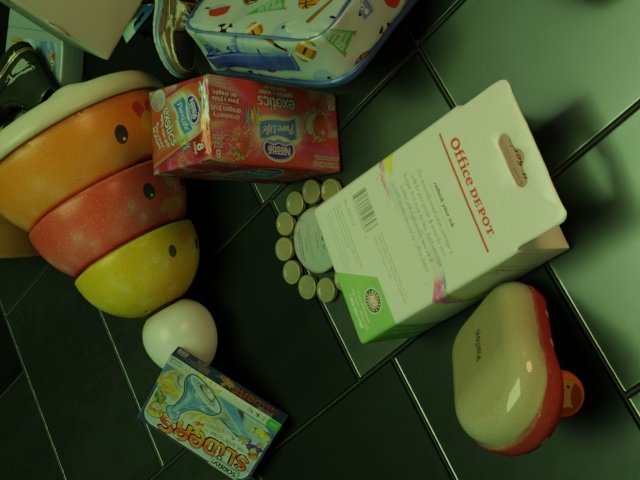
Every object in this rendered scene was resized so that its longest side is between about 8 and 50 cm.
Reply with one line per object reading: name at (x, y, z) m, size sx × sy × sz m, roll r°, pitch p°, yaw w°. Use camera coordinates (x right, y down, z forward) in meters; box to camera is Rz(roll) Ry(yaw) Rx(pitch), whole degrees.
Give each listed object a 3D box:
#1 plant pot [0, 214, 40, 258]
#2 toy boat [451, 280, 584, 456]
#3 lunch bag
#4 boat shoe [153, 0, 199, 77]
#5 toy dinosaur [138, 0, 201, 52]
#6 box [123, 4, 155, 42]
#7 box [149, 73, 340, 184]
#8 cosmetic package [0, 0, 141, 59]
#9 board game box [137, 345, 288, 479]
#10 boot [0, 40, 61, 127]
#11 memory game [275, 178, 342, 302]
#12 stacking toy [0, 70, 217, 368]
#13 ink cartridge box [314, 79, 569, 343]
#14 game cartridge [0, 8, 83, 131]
plant pot at (-0.607, -0.080, 2.092) m, size 0.291 × 0.291 × 0.203 m, roll 5°, pitch 95°, yaw 43°
toy boat at (0.252, 0.167, 1.407) m, size 0.151 × 0.151 × 0.231 m, roll -55°, pitch 14°, yaw 28°
lunch bag at (-0.034, -0.317, 1.610) m, size 0.303 × 0.115 × 0.243 m, roll 12°, pitch 59°, yaw 42°
boat shoe at (-0.209, -0.337, 1.743) m, size 0.066 × 0.066 × 0.183 m, roll -12°, pitch 86°, yaw 40°
toy dinosaur at (-0.204, -0.381, 1.857) m, size 0.314 × 0.121 × 0.160 m, roll 21°, pitch 94°, yaw 43°
box at (-0.355, -0.448, 2.030) m, size 0.109 × 0.042 × 0.178 m, roll -42°, pitch 62°, yaw 35°
box at (-0.104, -0.152, 1.651) m, size 0.128 × 0.257 × 0.122 m, roll -10°, pitch 82°, yaw 42°
cosmetic package at (-0.328, -0.479, 1.724) m, size 0.155 × 0.197 × 0.365 m, roll 29°, pitch 87°, yaw 47°
board game box at (-0.168, 0.272, 1.798) m, size 0.201 × 0.035 × 0.136 m, roll 31°, pitch 115°, yaw 4°
boot at (-0.556, -0.245, 2.131) m, size 0.137 × 0.077 × 0.198 m, roll 49°, pitch 122°, yaw 25°
memory game at (0.000, 0.000, 1.723) m, size 0.186 × 0.012 × 0.186 m, roll 1°, pitch 92°, yaw 43°
stacking toy at (-0.305, 0.000, 1.873) m, size 0.351 × 0.351 × 0.479 m, roll -33°, pitch 88°, yaw 38°
ink cartridge box at (0.172, -0.031, 1.488) m, size 0.353 × 0.119 × 0.207 m, roll -34°, pitch 67°, yaw 39°
game cartridge at (-0.522, -0.304, 2.181) m, size 0.198 × 0.062 × 0.297 m, roll 16°, pitch 101°, yaw 46°
